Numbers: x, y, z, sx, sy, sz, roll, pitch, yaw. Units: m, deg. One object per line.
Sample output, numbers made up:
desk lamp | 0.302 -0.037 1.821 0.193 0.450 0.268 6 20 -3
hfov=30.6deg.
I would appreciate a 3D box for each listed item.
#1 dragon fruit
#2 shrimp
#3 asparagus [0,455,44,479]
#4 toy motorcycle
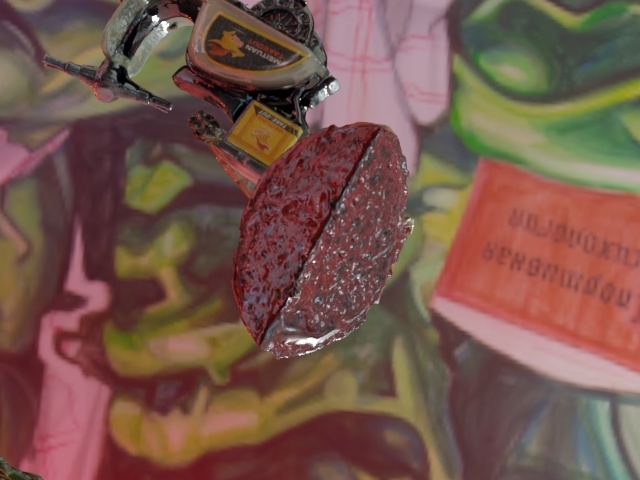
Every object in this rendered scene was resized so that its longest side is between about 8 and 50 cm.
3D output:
dragon fruit | 0.000 0.000 0.775 0.083 0.162 0.106 22 177 36
shrimp | -0.051 -0.046 1.038 0.166 0.049 0.161 51 -179 -37
asparagus | -0.180 0.208 0.884 0.232 0.022 0.023 26 -149 3
toy motorcycle | -0.105 -0.160 0.997 0.263 0.157 0.091 30 171 19
